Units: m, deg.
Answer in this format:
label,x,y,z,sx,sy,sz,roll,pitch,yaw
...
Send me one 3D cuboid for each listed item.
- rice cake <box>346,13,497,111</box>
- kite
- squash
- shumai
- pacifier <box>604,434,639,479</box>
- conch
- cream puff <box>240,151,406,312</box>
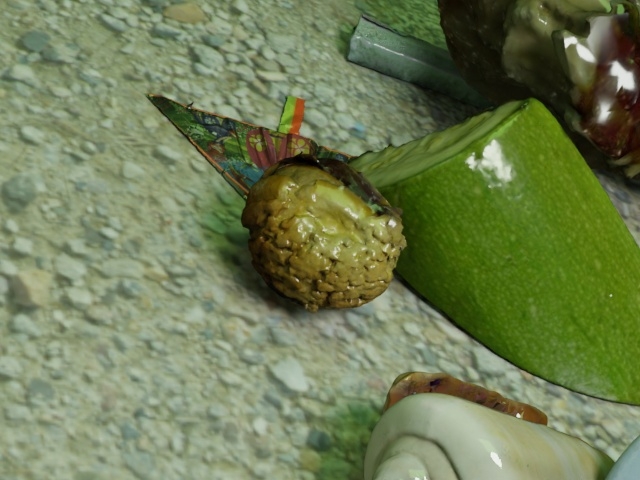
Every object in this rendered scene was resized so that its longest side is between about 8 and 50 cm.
label,x,y,z,sx,sy,sz,roll,pitch,yaw
rice cake,0.125,-0.160,1.439,0.211,0.034,0.043,19,42,-9
kite,-0.037,-0.075,1.270,0.241,0.014,0.183,18,38,-8
squash,0.153,0.044,1.220,0.288,0.203,0.111,58,37,-18
shumai,0.258,-0.176,1.288,0.346,0.217,0.283,44,0,-8
pacifier,0.305,0.220,1.027,0.279,0.227,0.207,14,7,-4
conch,0.114,0.174,1.010,0.255,0.127,0.158,22,4,-42
cream puff,0.000,0.000,1.126,0.104,0.119,0.133,-38,56,-26
